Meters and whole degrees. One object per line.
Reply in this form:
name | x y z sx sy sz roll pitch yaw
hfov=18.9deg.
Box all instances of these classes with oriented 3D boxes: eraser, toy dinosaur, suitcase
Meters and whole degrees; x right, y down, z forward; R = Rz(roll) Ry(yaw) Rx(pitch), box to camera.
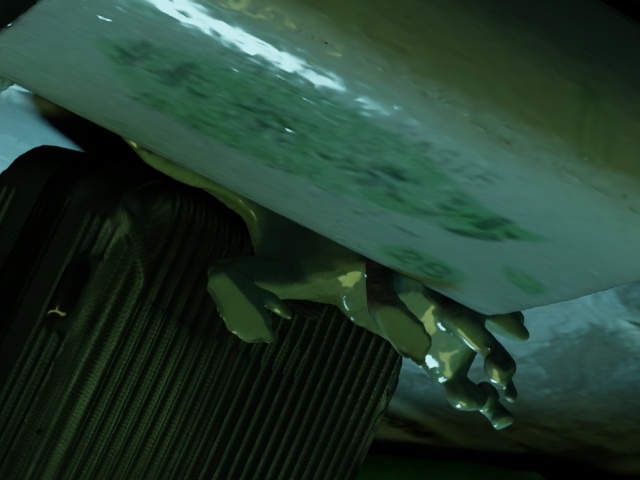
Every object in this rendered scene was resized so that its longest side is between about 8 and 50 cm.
eraser | 0.009 -0.058 0.641 0.227 0.081 0.174 26 161 -23
toy dinosaur | 0.000 0.000 0.777 0.242 0.167 0.053 35 109 -15
suitcase | -0.102 0.126 0.841 0.128 0.312 0.202 17 168 47

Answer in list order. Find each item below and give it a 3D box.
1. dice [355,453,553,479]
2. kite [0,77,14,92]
dice | 0.085 0.313 1.175 0.287 0.300 0.297 -1 152 30
kite | -0.128 -0.070 0.799 0.139 0.011 0.156 27 155 -20
